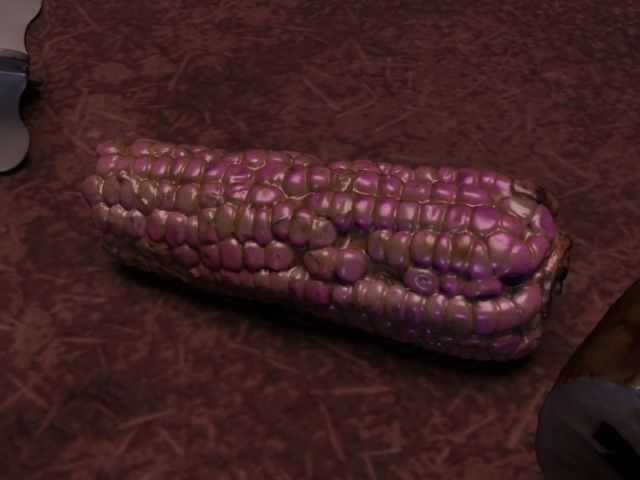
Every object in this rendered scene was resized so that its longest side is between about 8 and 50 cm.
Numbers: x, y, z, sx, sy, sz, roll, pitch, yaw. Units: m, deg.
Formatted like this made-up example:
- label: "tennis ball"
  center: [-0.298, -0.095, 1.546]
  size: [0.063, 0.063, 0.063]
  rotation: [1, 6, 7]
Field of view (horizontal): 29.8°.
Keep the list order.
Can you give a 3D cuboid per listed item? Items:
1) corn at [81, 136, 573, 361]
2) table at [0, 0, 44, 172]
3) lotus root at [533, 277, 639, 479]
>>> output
- label: "corn"
  center: [0.000, -0.003, 0.821]
  size: [0.335, 0.127, 0.127]
  rotation: [9, 44, 11]
- label: "table"
  center: [-0.321, -0.141, 0.941]
  size: [0.198, 0.167, 0.167]
  rotation: [5, 43, -8]
- label: "lotus root"
  center: [0.293, 0.073, 0.667]
  size: [0.250, 0.251, 0.346]
  rotation: [29, 47, 26]
